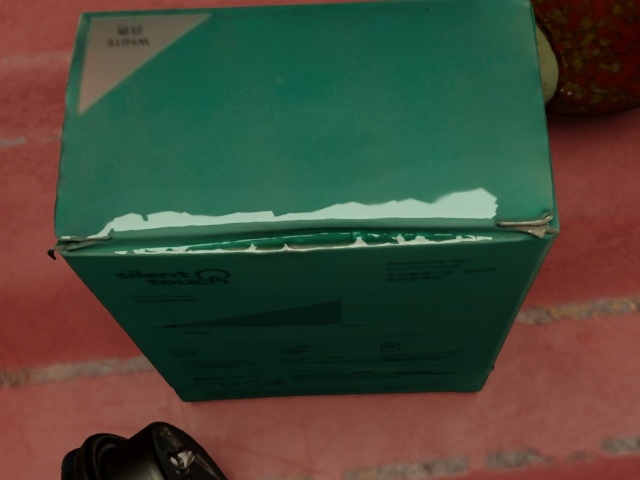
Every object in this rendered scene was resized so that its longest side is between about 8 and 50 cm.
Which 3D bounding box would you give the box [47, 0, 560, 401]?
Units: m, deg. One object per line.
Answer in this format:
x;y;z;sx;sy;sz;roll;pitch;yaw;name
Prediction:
0.000;0.000;0.553;0.205;0.311;0.118;-4;70;2;box

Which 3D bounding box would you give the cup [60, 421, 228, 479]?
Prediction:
-0.139;0.244;0.555;0.279;0.196;0.196;-41;74;-2;cup

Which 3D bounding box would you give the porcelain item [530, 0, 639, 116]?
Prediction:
0.165;-0.208;0.658;0.253;0.253;0.253;-1;72;3;porcelain item
